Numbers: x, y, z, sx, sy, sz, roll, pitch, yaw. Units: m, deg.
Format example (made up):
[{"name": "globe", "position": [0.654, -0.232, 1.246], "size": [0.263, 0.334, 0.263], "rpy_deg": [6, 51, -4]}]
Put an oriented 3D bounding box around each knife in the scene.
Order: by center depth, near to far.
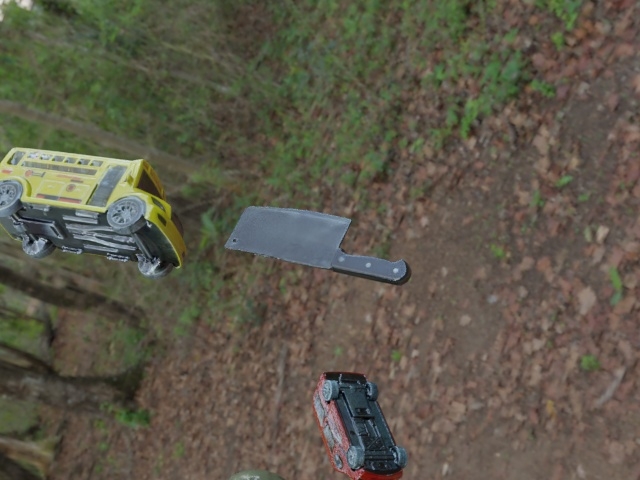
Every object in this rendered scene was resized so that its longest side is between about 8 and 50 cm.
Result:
[{"name": "knife", "position": [0.000, 0.000, 1.002], "size": [0.245, 0.019, 0.072], "rpy_deg": [12, 64, 32]}]

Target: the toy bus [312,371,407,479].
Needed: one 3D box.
[{"name": "toy bus", "position": [0.050, 0.278, 1.270], "size": [0.195, 0.081, 0.089], "rpy_deg": [-115, 39, -48]}]

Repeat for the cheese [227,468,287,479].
[{"name": "cheese", "position": [-0.082, 0.352, 1.013], "size": [0.202, 0.091, 0.175], "rpy_deg": [125, 157, -65]}]

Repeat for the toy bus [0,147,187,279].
[{"name": "toy bus", "position": [-0.357, -0.052, 1.396], "size": [0.144, 0.330, 0.152], "rpy_deg": [71, -146, -52]}]
